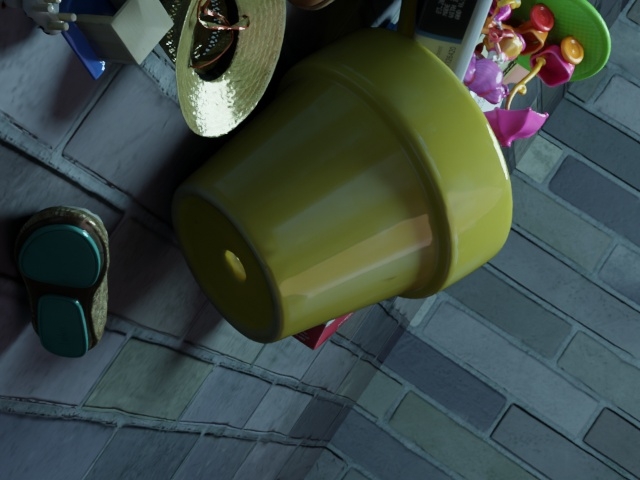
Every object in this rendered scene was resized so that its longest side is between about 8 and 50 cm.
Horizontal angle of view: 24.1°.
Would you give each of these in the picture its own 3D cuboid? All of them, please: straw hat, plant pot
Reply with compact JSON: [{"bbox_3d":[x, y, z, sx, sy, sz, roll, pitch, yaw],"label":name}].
[{"bbox_3d":[-0.087,-0.151,1.081,0.144,0.061,0.144,-45,146,-42],"label":"straw hat"},{"bbox_3d":[0.005,-0.032,1.369,0.239,0.254,0.254,-33,158,-25],"label":"plant pot"}]

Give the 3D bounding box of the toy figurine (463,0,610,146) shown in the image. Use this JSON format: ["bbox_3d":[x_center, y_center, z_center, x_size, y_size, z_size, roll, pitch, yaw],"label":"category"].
[{"bbox_3d":[0.189,-0.175,1.498,0.130,0.173,0.159,-21,-150,51],"label":"toy figurine"}]

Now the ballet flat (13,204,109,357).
[{"bbox_3d":[-0.193,0.015,1.137,0.206,0.073,0.067,110,-9,-57],"label":"ballet flat"}]

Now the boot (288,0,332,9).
[{"bbox_3d":[-0.021,-0.243,1.108,0.152,0.073,0.197,-33,153,-48],"label":"boot"}]

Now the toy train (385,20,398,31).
[{"bbox_3d":[0.066,-0.166,1.615,0.184,0.080,0.105,-50,175,-41],"label":"toy train"}]

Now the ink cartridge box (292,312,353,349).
[{"bbox_3d":[0.000,0.000,1.652,0.127,0.128,0.176,-39,159,-54],"label":"ink cartridge box"}]

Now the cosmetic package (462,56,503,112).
[{"bbox_3d":[0.122,-0.074,1.583,0.239,0.060,0.099,-69,156,-13],"label":"cosmetic package"}]

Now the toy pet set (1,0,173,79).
[{"bbox_3d":[-0.139,-0.165,0.902,0.122,0.065,0.114,-54,133,-25],"label":"toy pet set"}]

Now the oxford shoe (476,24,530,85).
[{"bbox_3d":[0.120,-0.177,1.761,0.146,0.140,0.397,26,105,-47],"label":"oxford shoe"}]

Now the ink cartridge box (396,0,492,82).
[{"bbox_3d":[0.126,-0.285,1.449,0.303,0.072,0.307,104,-5,-57],"label":"ink cartridge box"}]
